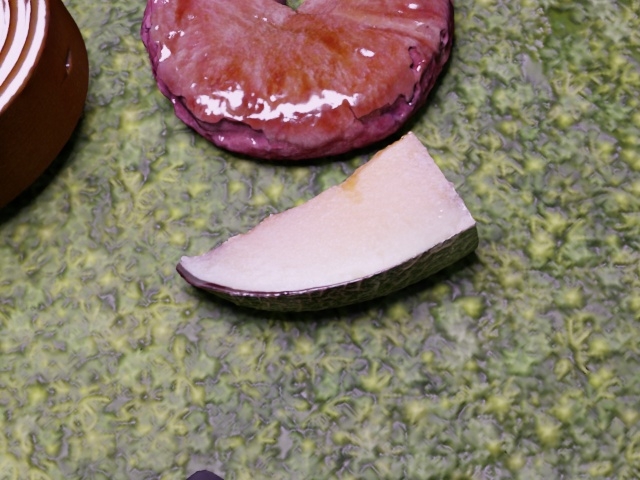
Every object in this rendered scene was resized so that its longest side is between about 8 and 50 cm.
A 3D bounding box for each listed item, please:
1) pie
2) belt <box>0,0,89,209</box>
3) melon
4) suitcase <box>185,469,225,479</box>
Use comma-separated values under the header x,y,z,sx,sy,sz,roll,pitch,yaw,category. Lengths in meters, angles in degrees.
x,y,z,sx,sy,sz,roll,pitch,yaw,category
-0.017,-0.152,0.932,0.219,0.054,0.204,1,66,3,pie
-0.320,-0.084,0.860,0.339,0.122,0.217,-22,75,-2,belt
0.006,0.005,0.866,0.182,0.054,0.098,-29,62,-10,melon
-0.093,0.287,0.586,0.188,0.345,0.339,30,73,2,suitcase
